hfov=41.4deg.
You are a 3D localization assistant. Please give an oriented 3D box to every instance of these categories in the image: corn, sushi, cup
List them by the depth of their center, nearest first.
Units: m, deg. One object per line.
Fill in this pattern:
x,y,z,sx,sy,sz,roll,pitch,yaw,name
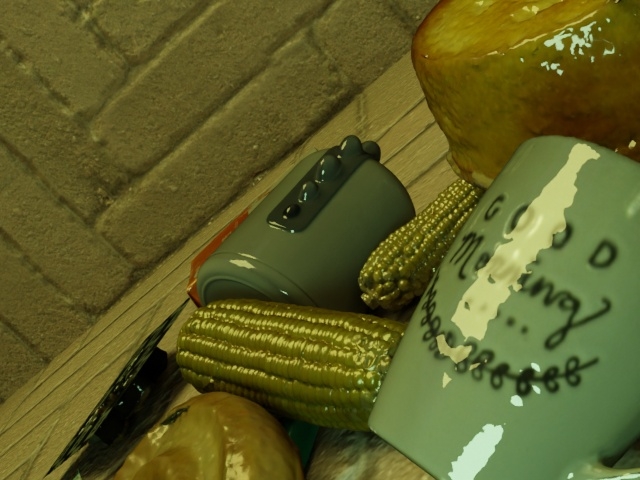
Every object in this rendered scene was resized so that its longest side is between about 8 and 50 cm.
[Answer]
0.175,0.086,0.560,0.258,0.186,0.234,26,76,46,cup
-0.021,0.131,0.905,0.344,0.131,0.131,2,44,47,corn
0.163,-0.017,1.041,0.288,0.086,0.086,-40,13,-3,corn
-0.357,0.291,1.599,0.343,0.064,0.359,-40,15,52,sushi

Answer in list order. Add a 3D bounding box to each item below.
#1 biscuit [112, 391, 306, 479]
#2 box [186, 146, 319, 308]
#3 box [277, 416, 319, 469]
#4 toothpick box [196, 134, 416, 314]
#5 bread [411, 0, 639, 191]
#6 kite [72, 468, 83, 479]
-0.139,0.282,0.813,0.296,0.102,0.296,-36,34,29,biscuit
-0.079,0.004,1.538,0.341,0.143,0.225,-43,13,4,box
-0.109,0.294,0.941,0.226,0.042,0.161,-36,16,28,box
0.000,0.000,1.142,0.229,0.229,0.316,-24,23,54,toothpick box
0.281,-0.204,0.912,0.398,0.215,0.398,-26,27,15,bread
-0.237,0.375,0.770,0.314,0.011,0.335,-25,53,42,kite
